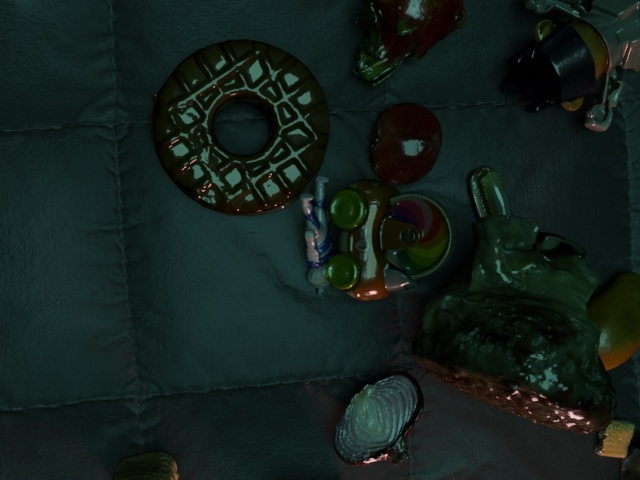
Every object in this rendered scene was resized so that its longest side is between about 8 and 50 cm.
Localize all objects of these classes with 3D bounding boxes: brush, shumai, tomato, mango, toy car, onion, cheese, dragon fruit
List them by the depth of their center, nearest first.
[{"bbox_3d":[-0.323,0.450,1.353,0.123,0.167,0.094,-20,98,-4],"label":"cheese"},{"bbox_3d":[0.375,0.140,1.355,0.395,0.395,0.348,27,74,-9],"label":"shumai"},{"bbox_3d":[0.135,0.002,1.360,0.235,0.145,0.235,1,93,24],"label":"toy car"},{"bbox_3d":[0.141,-0.429,1.369,0.269,0.198,0.200,-36,109,9],"label":"dragon fruit"},{"bbox_3d":[0.167,-0.187,1.424,0.138,0.091,0.159,12,89,-10],"label":"tomato"},{"bbox_3d":[0.122,0.354,1.442,0.206,0.098,0.151,-38,73,2],"label":"onion"},{"bbox_3d":[0.368,0.004,1.481,0.072,0.067,0.313,-19,98,-8],"label":"brush"},{"bbox_3d":[0.588,0.165,1.508,0.136,0.099,0.227,39,79,-2],"label":"mango"}]

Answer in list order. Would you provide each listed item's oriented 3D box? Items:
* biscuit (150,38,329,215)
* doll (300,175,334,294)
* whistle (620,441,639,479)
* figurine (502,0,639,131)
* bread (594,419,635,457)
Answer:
[{"bbox_3d":[-0.140,-0.202,1.372,0.331,0.103,0.332,-1,94,-9],"label":"biscuit"},{"bbox_3d":[0.000,0.000,1.406,0.057,0.114,0.227,6,120,14],"label":"doll"},{"bbox_3d":[0.738,0.429,1.509,0.188,0.168,0.405,7,88,-10],"label":"whistle"},{"bbox_3d":[0.490,-0.359,1.436,0.308,0.143,0.309,2,74,-6],"label":"figurine"},{"bbox_3d":[0.610,0.410,1.554,0.070,0.035,0.083,5,99,-8],"label":"bread"}]
